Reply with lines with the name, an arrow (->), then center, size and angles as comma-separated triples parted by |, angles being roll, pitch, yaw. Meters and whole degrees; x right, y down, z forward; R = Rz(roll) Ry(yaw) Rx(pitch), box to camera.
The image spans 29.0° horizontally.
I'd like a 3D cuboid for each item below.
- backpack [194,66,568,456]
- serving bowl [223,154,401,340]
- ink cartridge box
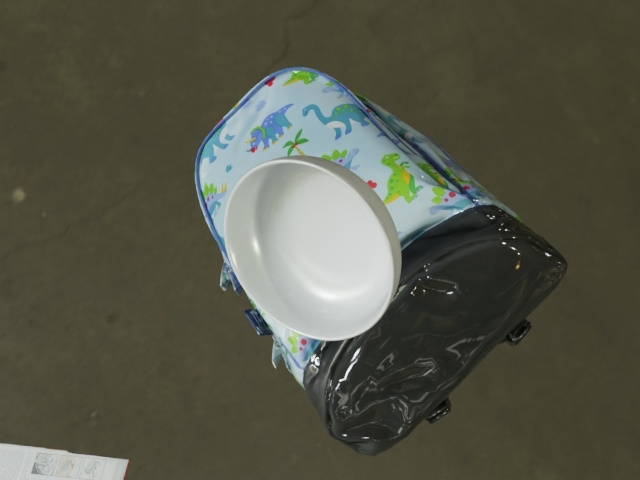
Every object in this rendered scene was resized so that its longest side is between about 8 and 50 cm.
backpack -> 0.027, -0.014, 1.268 | 0.273, 0.290, 0.355 | 36, 17, -33
serving bowl -> 0.000, 0.000, 0.528 | 0.083, 0.083, 0.027 | 52, 39, -1
ink cartridge box -> -0.163, 0.152, 0.706 | 0.115, 0.029, 0.063 | 3, 61, 18
